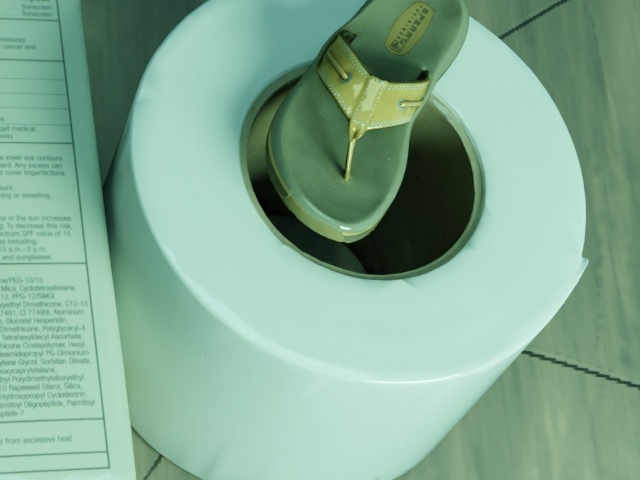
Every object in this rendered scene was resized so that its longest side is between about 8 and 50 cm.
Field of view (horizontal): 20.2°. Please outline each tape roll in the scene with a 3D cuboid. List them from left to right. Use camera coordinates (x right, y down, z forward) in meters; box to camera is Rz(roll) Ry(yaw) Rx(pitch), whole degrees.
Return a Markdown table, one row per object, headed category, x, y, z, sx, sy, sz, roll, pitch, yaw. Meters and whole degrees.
| category | x | y | z | sx | sy | sz | roll | pitch | yaw |
| --- | --- | --- | --- | --- | --- | --- | --- | --- | --- |
| tape roll | 0.000 | 0.000 | 0.972 | 0.246 | 0.169 | 0.246 | 8 | 60 | -15 |

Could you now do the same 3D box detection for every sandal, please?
| category | x | y | z | sx | sy | sz | roll | pitch | yaw |
| --- | --- | --- | --- | --- | --- | --- | --- | --- | --- |
| sandal | 0.028 | -0.079 | 0.895 | 0.072 | 0.049 | 0.180 | 30 | 57 | 0 |

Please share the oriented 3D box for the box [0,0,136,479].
| category | x | y | z | sx | sy | sz | roll | pitch | yaw |
| --- | --- | --- | --- | --- | --- | --- | --- | --- | --- |
| box | -0.190 | 0.007 | 0.933 | 0.148 | 0.121 | 0.311 | 0 | 62 | -17 |
